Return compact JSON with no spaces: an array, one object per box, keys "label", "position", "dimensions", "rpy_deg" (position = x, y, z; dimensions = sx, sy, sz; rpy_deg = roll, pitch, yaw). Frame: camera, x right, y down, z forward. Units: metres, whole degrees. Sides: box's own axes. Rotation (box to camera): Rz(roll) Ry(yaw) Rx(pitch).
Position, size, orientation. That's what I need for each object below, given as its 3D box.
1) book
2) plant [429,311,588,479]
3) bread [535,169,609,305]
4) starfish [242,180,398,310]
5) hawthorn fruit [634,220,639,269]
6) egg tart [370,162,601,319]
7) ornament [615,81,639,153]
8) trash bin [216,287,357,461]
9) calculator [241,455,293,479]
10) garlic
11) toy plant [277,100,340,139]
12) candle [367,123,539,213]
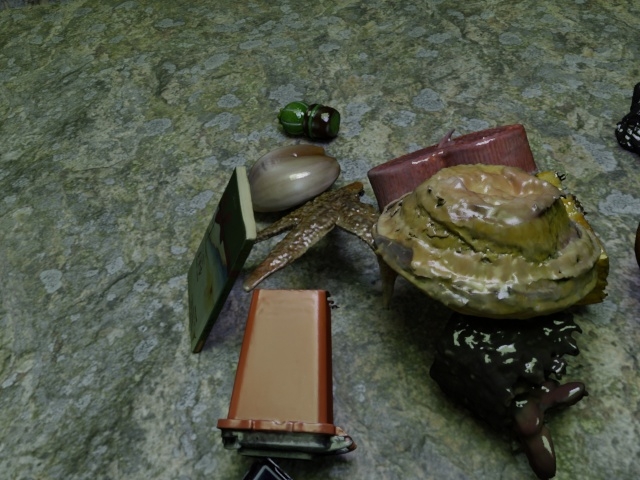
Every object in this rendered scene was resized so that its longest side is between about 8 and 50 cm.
[{"label":"book","position":[-0.180,0.034,0.971],"dimensions":[0.026,0.289,0.201],"rpy_deg":[12,37,-26]},{"label":"plant","position":[0.285,0.186,0.812],"dimensions":[0.234,0.178,0.204],"rpy_deg":[30,51,29]},{"label":"bread","position":[0.402,0.004,1.007],"dimensions":[0.147,0.160,0.261],"rpy_deg":[-11,50,4]},{"label":"starfish","position":[-0.001,-0.009,1.044],"dimensions":[0.384,0.132,0.398],"rpy_deg":[-24,33,-15]},{"label":"hawthorn fruit","position":[0.659,0.032,0.874],"dimensions":[0.267,0.268,0.301],"rpy_deg":[4,54,11]},{"label":"egg tart","position":[0.249,-0.026,0.838],"dimensions":[0.352,0.150,0.352],"rpy_deg":[1,32,0]},{"label":"ornament","position":[0.811,-0.244,1.265],"dimensions":[0.251,0.106,0.260],"rpy_deg":[17,57,32]},{"label":"trash bin","position":[-0.035,0.196,0.812],"dimensions":[0.184,0.161,0.239],"rpy_deg":[2,67,8]},{"label":"calculator","position":[-0.096,0.421,0.660],"dimensions":[0.165,0.028,0.274],"rpy_deg":[30,77,31]},{"label":"garlic","position":[-0.073,-0.147,1.226],"dimensions":[0.228,0.110,0.217],"rpy_deg":[-30,30,-14]},{"label":"toy plant","position":[-0.035,-0.313,1.432],"dimensions":[0.162,0.093,0.093],"rpy_deg":[13,47,23]},{"label":"candle","position":[0.265,-0.161,1.128],"dimensions":[0.317,0.131,0.287],"rpy_deg":[-14,11,19]}]
